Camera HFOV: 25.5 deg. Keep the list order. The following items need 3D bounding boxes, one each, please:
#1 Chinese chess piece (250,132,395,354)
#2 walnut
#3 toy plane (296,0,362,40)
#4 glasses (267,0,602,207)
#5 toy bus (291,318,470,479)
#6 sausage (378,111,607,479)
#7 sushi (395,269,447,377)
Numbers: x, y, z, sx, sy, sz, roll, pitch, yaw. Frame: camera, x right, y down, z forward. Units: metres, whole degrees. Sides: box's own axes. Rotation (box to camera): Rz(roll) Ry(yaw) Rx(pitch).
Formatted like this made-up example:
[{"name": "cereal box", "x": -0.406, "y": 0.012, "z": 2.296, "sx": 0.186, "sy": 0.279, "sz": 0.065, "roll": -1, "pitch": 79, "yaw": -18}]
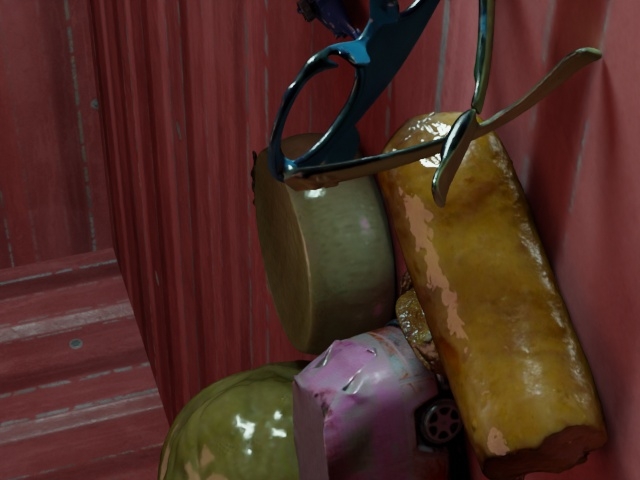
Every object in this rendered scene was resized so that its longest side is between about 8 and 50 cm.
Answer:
[{"name": "Chinese chess piece", "x": 0.000, "y": 0.000, "z": 1.440, "sx": 0.238, "sy": 0.092, "sz": 0.237, "roll": 167, "pitch": 90, "yaw": -77}, {"name": "walnut", "x": -0.041, "y": 0.269, "z": 1.494, "sx": 0.253, "sy": 0.282, "sz": 0.276, "roll": -4, "pitch": 91, "yaw": 37}, {"name": "toy plane", "x": 0.020, "y": -0.202, "z": 1.302, "sx": 0.062, "sy": 0.054, "sz": 0.167, "roll": 57, "pitch": 179, "yaw": -30}, {"name": "glasses", "x": 0.069, "y": -0.120, "z": 0.919, "sx": 0.239, "sy": 0.102, "sz": 0.207, "roll": -57, "pitch": 30, "yaw": -1}, {"name": "toy bus", "x": 0.060, "y": 0.230, "z": 1.297, "sx": 0.127, "sy": 0.147, "sz": 0.302, "roll": -145, "pitch": 44, "yaw": -62}, {"name": "sausage", "x": 0.117, "y": 0.034, "z": 0.987, "sx": 0.109, "sy": 0.109, "sz": 0.270, "roll": 110, "pitch": 145, "yaw": -64}, {"name": "sushi", "x": 0.102, "y": 0.070, "z": 1.167, "sx": 0.052, "sy": 0.055, "sz": 0.120, "roll": 35, "pitch": -160, "yaw": -30}]
